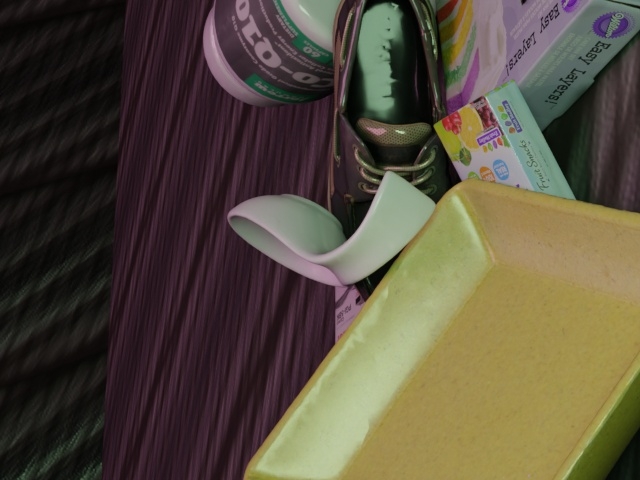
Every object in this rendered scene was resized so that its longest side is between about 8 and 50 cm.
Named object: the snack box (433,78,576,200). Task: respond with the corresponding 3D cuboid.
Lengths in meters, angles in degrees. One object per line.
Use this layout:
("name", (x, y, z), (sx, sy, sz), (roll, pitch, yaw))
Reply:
("snack box", (0.162, -0.056, 1.095), (0.141, 0.037, 0.100), (63, 158, 0))

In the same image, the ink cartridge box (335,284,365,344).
("ink cartridge box", (0.058, 0.052, 1.414), (0.099, 0.056, 0.135), (135, 140, -58))

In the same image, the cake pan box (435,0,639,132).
("cake pan box", (0.191, -0.233, 1.147), (0.267, 0.070, 0.245), (129, 142, -55))

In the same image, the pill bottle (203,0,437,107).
("pill bottle", (-0.013, -0.278, 1.533), (0.361, 0.204, 0.204), (162, 114, -69))

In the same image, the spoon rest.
("spoon rest", (0.000, 0.000, 1.185), (0.084, 0.137, 0.276), (-62, 19, -19))

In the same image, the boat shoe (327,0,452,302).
("boat shoe", (0.062, -0.091, 1.245), (0.130, 0.132, 0.355), (-3, -94, -84))

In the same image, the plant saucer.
("plant saucer", (0.123, 0.122, 0.972), (0.332, 0.081, 0.333), (-53, 27, -9))
